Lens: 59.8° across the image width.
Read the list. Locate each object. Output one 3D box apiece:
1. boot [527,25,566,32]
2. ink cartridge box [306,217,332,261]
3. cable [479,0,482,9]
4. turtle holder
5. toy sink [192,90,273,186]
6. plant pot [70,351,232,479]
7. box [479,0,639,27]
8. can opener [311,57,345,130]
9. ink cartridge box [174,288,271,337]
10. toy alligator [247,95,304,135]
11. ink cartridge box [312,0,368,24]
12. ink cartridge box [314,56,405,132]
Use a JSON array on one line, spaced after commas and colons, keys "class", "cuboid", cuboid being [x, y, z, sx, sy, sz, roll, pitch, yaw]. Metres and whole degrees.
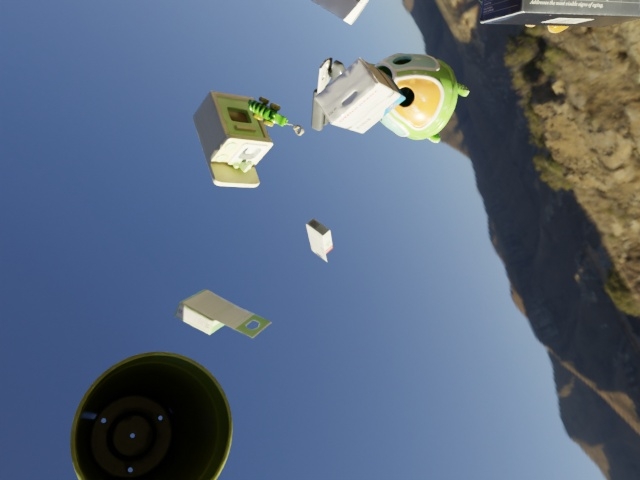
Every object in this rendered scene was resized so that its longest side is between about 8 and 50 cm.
[{"class": "boot", "cuboid": [0.861, -0.810, 1.917, 0.295, 0.211, 0.104, -16, -90, -33]}, {"class": "ink cartridge box", "cuboid": [0.000, 0.000, 1.449, 0.063, 0.029, 0.115, 37, 156, 30]}, {"class": "cable", "cuboid": [0.501, -0.727, 1.544, 0.047, 0.151, 0.184, -34, -72, -47]}, {"class": "turtle holder", "cuboid": [0.247, -0.448, 1.621, 0.227, 0.243, 0.320, 8, -127, -32]}, {"class": "toy sink", "cuboid": [-0.237, -0.284, 1.560, 0.153, 0.131, 0.234, -2, -117, -41]}, {"class": "plant pot", "cuboid": [-0.456, 0.499, 1.435, 0.367, 0.353, 0.366, 10, -114, -24]}, {"class": "box", "cuboid": [0.555, -0.649, 1.228, 0.179, 0.343, 0.312, -138, 45, -71]}, {"class": "can opener", "cuboid": [0.026, -0.492, 1.903, 0.095, 0.283, 0.076, 28, -125, 17]}, {"class": "ink cartridge box", "cuboid": [-0.279, 0.227, 1.615, 0.235, 0.056, 0.171, 27, -168, 8]}, {"class": "toy alligator", "cuboid": [-0.127, -0.323, 1.435, 0.190, 0.056, 0.051, 34, -160, 23]}, {"class": "ink cartridge box", "cuboid": [0.005, -0.673, 1.438, 0.159, 0.092, 0.218, 9, -144, -46]}, {"class": "ink cartridge box", "cuboid": [0.095, -0.327, 1.281, 0.082, 0.140, 0.191, 59, -156, 12]}]
